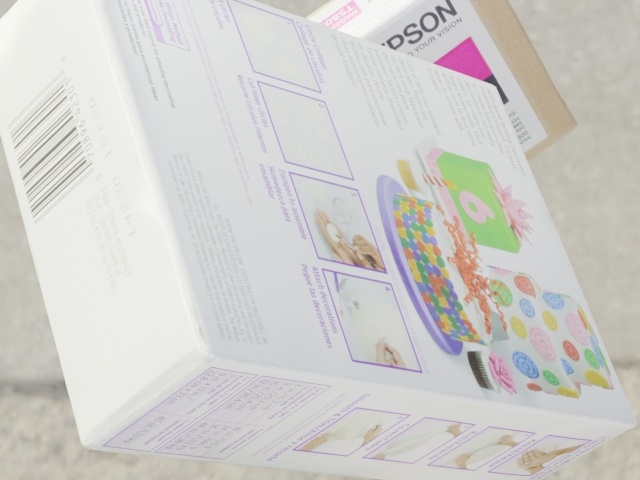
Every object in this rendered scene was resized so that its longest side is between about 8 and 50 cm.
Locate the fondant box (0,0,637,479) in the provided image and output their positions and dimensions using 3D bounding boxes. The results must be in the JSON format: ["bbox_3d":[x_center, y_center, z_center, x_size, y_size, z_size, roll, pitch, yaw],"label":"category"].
[{"bbox_3d":[0.000,0.000,0.965,0.330,0.096,0.238,12,49,-45],"label":"fondant box"}]

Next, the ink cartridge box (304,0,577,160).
[{"bbox_3d":[0.063,-0.112,1.503,0.235,0.193,0.088,-35,35,3],"label":"ink cartridge box"}]
